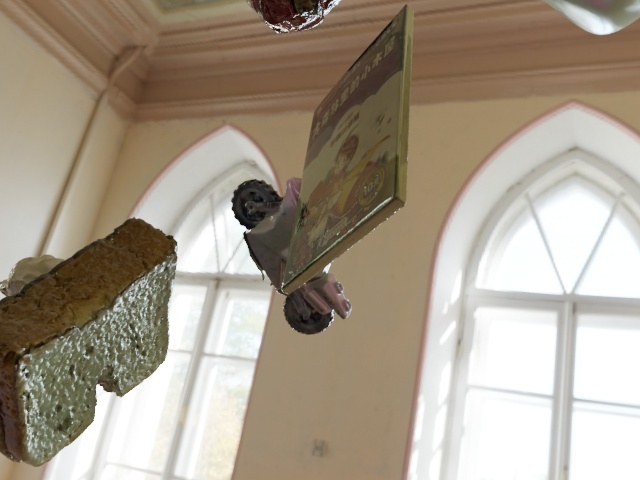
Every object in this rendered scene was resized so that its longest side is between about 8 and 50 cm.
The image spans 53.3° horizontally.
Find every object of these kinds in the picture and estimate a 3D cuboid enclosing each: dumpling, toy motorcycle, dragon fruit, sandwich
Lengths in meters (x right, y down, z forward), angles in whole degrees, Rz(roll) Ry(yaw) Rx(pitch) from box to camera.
[{"bbox_3d":[-0.532,0.073,1.236,0.187,0.127,0.108,1,-53,21],"label":"dumpling"},{"bbox_3d":[-0.001,0.002,0.904,0.204,0.108,0.239,-24,-69,19],"label":"toy motorcycle"},{"bbox_3d":[-0.045,-0.577,1.334,0.244,0.299,0.244,16,-14,4],"label":"dragon fruit"},{"bbox_3d":[-0.306,0.136,0.815,0.095,0.273,0.249,28,-50,17],"label":"sandwich"}]

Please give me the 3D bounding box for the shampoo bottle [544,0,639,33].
[{"bbox_3d":[0.265,-0.376,0.731,0.349,0.222,0.151,9,-30,-42],"label":"shampoo bottle"}]

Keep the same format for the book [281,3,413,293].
[{"bbox_3d":[0.034,-0.115,0.779,0.018,0.323,0.228,25,-41,-23],"label":"book"}]
